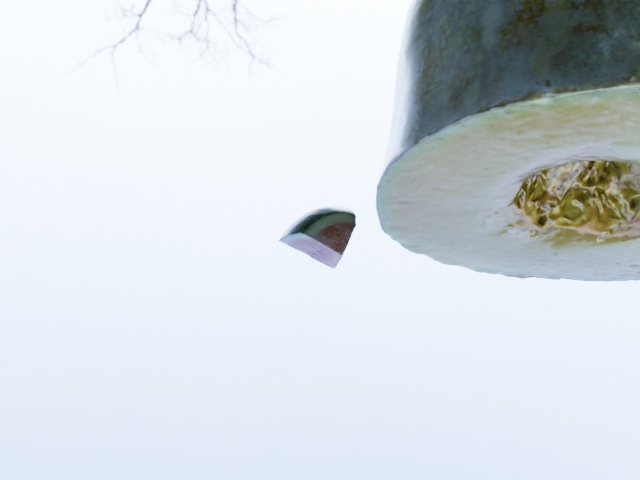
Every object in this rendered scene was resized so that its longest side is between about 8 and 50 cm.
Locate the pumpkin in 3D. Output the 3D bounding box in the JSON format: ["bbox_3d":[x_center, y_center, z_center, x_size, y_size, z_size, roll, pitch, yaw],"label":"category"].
[{"bbox_3d":[0.212,-0.102,0.520,0.332,0.332,0.199,16,-114,-22],"label":"pumpkin"}]

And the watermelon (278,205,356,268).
[{"bbox_3d":[-0.001,-0.003,0.812,0.092,0.084,0.072,-17,-103,1],"label":"watermelon"}]
